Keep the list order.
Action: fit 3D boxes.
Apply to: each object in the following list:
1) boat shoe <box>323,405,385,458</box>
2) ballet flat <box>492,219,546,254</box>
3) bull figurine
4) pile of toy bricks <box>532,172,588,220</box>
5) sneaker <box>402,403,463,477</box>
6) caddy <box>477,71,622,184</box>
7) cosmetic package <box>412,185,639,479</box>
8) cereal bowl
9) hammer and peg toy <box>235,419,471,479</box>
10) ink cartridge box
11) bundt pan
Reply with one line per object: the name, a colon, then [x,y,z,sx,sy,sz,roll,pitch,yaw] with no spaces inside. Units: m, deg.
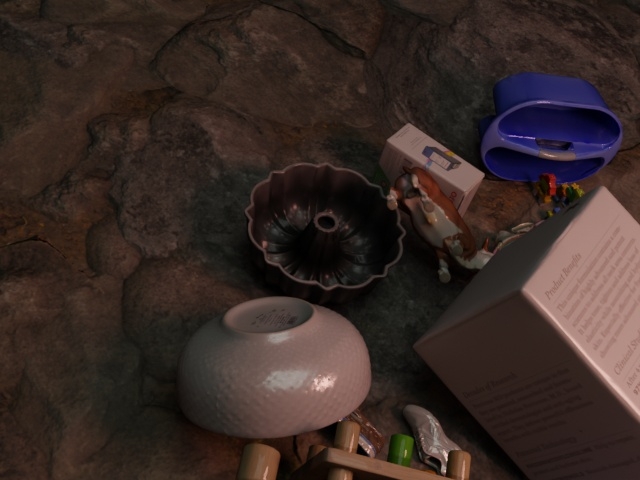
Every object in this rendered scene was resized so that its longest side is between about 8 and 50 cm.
boat shoe: [0.041,0.317,1.525,0.183,0.066,0.066,48,51,11]
ballet flat: [0.445,0.000,1.883,0.221,0.077,0.079,-17,40,-31]
bull figurine: [0.253,-0.018,1.735,0.310,0.101,0.188,50,21,0]
pile of toy bricks: [0.589,-0.077,1.952,0.118,0.105,0.212,-7,54,-20]
sneaker: [0.197,0.363,1.531,0.061,0.054,0.152,-29,65,-29]
caddy: [0.536,-0.250,1.993,0.341,0.241,0.179,4,45,-11]
cosmetic package: [0.457,0.190,1.496,0.394,0.327,0.329,48,54,1]
cereal bowl: [-0.083,0.188,1.436,0.338,0.141,0.339,-4,18,1]
hammer and peg toy: [0.042,0.377,1.339,0.361,0.266,0.127,16,62,-7]
ink cartridge box: [0.234,-0.133,1.871,0.212,0.154,0.093,37,51,17]
bundt pan: [0.000,0.000,1.725,0.330,0.124,0.331,8,50,-9]
